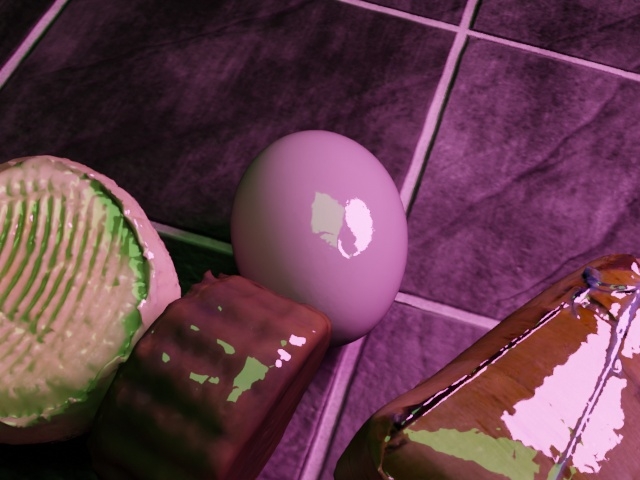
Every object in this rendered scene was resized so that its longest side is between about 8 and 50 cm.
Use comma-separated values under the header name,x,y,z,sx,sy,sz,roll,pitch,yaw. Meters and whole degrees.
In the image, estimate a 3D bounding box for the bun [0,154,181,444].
name,x,y,z,sx,sy,sz,roll,pitch,yaw
bun,-0.245,0.063,1.122,0.259,0.152,0.259,-2,74,7

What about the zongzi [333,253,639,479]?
name,x,y,z,sx,sy,sz,roll,pitch,yaw
zongzi,0.266,0.220,1.066,0.356,0.174,0.393,-36,70,-28

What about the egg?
name,x,y,z,sx,sy,sz,roll,pitch,yaw
egg,0.000,0.000,1.236,0.176,0.176,0.232,-3,56,-12

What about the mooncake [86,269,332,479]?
name,x,y,z,sx,sy,sz,roll,pitch,yaw
mooncake,-0.093,0.133,1.053,0.124,0.228,0.228,31,48,11
